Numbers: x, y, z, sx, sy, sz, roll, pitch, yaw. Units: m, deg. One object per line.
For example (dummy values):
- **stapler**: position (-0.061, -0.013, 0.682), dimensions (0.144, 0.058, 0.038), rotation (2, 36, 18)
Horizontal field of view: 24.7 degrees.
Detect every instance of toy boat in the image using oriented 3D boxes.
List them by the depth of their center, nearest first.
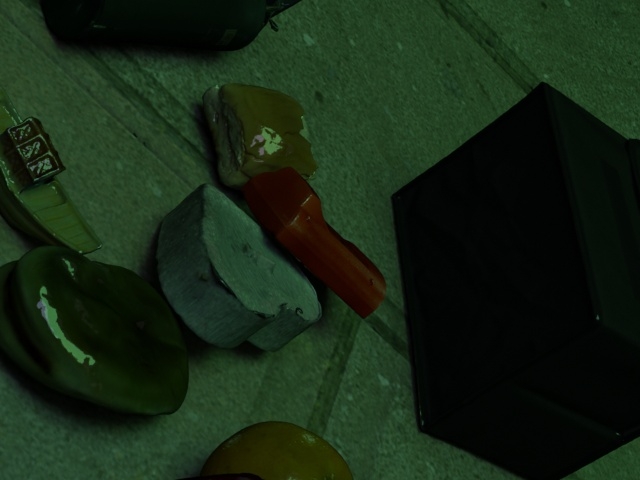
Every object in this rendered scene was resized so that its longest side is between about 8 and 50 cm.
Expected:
- **toy boat**: position (-0.251, -0.057, 1.274), dimensions (0.172, 0.066, 0.065), rotation (59, 32, 6)

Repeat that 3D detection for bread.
- **bread**: position (-0.061, -0.108, 1.529), dimensions (0.106, 0.082, 0.125), rotation (18, 51, -51)

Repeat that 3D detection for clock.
- **clock**: position (0.000, 0.000, 1.479), dimensions (0.155, 0.061, 0.113), rotation (46, 3, -35)

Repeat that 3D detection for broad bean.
- **broad bean**: position (-0.183, 0.080, 1.235), dimensions (0.206, 0.072, 0.153), rotation (29, 43, -33)

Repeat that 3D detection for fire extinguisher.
- **fire extinguisher**: position (-0.141, -0.253, 1.531), dimensions (0.311, 0.114, 0.095), rotation (-3, 60, -53)

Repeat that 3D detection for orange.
- **orange**: position (-0.031, 0.229, 1.248), dimensions (0.156, 0.124, 0.156), rotation (28, 42, -29)

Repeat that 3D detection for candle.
- **candle**: position (-0.086, 0.025, 1.373), dimensions (0.168, 0.068, 0.192), rotation (57, 18, 22)

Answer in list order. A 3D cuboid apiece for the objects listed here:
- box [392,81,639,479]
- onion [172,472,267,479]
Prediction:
- **box**: position (0.247, 0.051, 1.623), dimensions (0.204, 0.251, 0.345), rotation (27, 42, -35)
- **onion**: position (-0.124, 0.233, 1.028), dimensions (0.314, 0.280, 0.146), rotation (-9, 55, -53)
